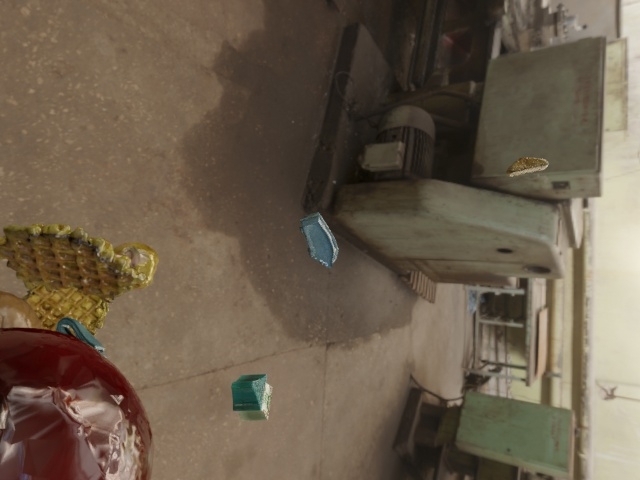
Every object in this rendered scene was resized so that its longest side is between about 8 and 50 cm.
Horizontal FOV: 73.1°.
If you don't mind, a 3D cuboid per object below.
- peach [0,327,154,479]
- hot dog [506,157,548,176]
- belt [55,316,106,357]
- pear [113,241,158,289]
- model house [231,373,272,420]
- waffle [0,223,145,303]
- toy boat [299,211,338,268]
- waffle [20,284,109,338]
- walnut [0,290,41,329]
[{"bbox_3d":[-0.371,0.270,0.451,0.406,0.335,0.310,-51,159,-55],"label":"peach"},{"bbox_3d":[0.464,-0.171,0.977,0.030,0.090,0.034,64,14,-73],"label":"hot dog"},{"bbox_3d":[-0.679,0.294,1.203,0.100,0.179,0.065,-54,157,-11],"label":"belt"},{"bbox_3d":[-0.670,0.088,1.532,0.178,0.178,0.178,-1,91,-57],"label":"pear"},{"bbox_3d":[-0.230,0.515,1.443,0.127,0.101,0.149,-86,164,-46],"label":"model house"},{"bbox_3d":[-0.570,0.057,0.984,0.281,0.301,0.058,81,11,-50],"label":"waffle"},{"bbox_3d":[0.000,0.000,1.567,0.098,0.109,0.238,-93,163,-55],"label":"toy boat"},{"bbox_3d":[-0.815,0.209,1.363,0.262,0.060,0.280,-1,112,-18],"label":"waffle"},{"bbox_3d":[-0.565,0.162,0.716,0.167,0.207,0.167,0,91,-47],"label":"walnut"}]
